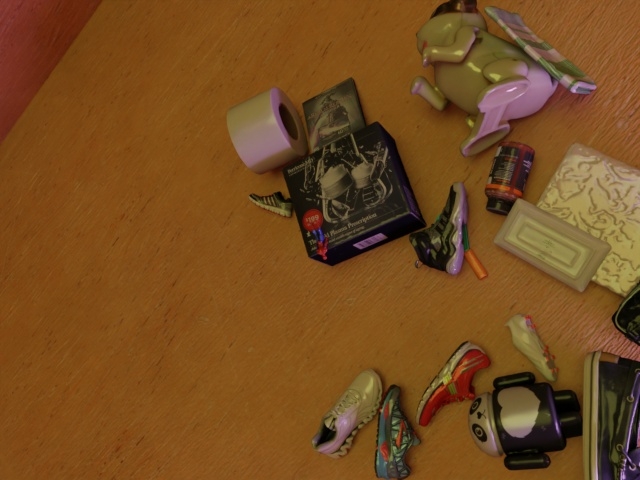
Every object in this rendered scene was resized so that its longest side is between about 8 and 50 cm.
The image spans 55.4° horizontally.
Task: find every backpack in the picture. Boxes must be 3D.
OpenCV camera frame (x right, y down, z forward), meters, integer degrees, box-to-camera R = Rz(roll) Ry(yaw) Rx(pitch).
[{"bbox_3d":[0.859,0.164,1.450,0.225,0.191,0.253,41,104,23],"label":"backpack"}]

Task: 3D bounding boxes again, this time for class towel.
[{"bbox_3d":[0.606,-0.520,1.666,0.325,0.248,0.038,51,124,15],"label":"towel"},{"bbox_3d":[0.743,-0.055,1.611,0.332,0.053,0.317,33,101,28],"label":"towel"}]

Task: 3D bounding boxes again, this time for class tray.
[{"bbox_3d":[0.609,0.009,1.626,0.270,0.030,0.145,33,106,26],"label":"tray"}]

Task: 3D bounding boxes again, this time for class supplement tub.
[{"bbox_3d":[0.528,-0.173,1.722,0.106,0.106,0.197,16,86,27],"label":"supplement tub"}]

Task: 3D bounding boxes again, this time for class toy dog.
[{"bbox_3d":[0.444,-0.520,1.742,0.395,0.284,0.408,-29,66,-6],"label":"toy dog"}]

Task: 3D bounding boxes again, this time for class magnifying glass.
[{"bbox_3d":[0.414,0.012,1.781,0.092,0.026,0.231,-35,68,14],"label":"magnifying glass"}]

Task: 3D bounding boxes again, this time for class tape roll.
[{"bbox_3d":[-0.173,-0.359,2.009,0.169,0.246,0.246,-20,71,19],"label":"tape roll"}]

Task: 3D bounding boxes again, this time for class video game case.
[{"bbox_3d":[0.046,-0.394,1.996,0.196,0.026,0.274,-24,55,19],"label":"video game case"}]

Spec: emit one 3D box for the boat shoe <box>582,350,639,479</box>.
[{"bbox_3d":[0.716,0.516,1.450,0.156,0.187,0.500,-2,73,30],"label":"boat shoe"}]

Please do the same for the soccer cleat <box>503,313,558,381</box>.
[{"bbox_3d":[0.566,0.291,1.635,0.076,0.068,0.196,-37,64,30],"label":"soccer cleat"}]

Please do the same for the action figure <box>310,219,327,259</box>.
[{"bbox_3d":[0.000,0.000,1.776,0.038,0.030,0.115,-18,78,26],"label":"action figure"}]

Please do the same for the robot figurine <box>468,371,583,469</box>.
[{"bbox_3d":[0.518,0.456,1.554,0.278,0.209,0.173,-15,97,21],"label":"robot figurine"}]

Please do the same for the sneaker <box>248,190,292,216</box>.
[{"bbox_3d":[-0.163,-0.135,2.059,0.170,0.063,0.074,22,89,22],"label":"sneaker"}]

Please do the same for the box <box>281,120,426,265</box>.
[{"bbox_3d":[0.099,-0.134,1.872,0.343,0.179,0.312,-24,69,19],"label":"box"}]

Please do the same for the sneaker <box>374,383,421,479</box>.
[{"bbox_3d":[0.223,0.543,1.732,0.125,0.104,0.261,5,85,8],"label":"sneaker"}]

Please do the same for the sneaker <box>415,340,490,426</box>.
[{"bbox_3d":[0.364,0.413,1.679,0.118,0.107,0.279,37,98,17],"label":"sneaker"}]

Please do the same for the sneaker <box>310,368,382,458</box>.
[{"bbox_3d":[0.077,0.504,1.774,0.110,0.118,0.292,32,92,42],"label":"sneaker"}]

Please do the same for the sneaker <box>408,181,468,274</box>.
[{"bbox_3d":[0.338,-0.040,1.759,0.153,0.101,0.268,4,84,25],"label":"sneaker"}]
